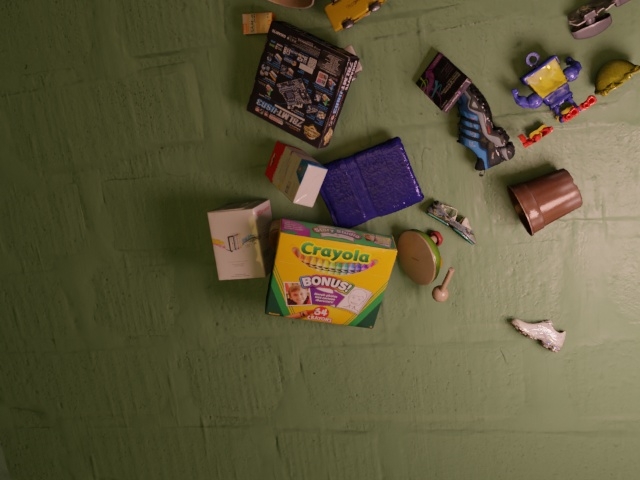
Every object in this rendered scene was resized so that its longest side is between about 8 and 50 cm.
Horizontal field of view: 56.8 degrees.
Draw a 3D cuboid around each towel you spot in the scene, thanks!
[{"bbox_3d":[0.150,-0.179,1.886,0.308,0.076,0.227,-20,105,17],"label":"towel"}]

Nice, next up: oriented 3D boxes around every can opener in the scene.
[{"bbox_3d":[0.818,-0.653,1.614,0.283,0.076,0.095,-26,129,18],"label":"can opener"}]

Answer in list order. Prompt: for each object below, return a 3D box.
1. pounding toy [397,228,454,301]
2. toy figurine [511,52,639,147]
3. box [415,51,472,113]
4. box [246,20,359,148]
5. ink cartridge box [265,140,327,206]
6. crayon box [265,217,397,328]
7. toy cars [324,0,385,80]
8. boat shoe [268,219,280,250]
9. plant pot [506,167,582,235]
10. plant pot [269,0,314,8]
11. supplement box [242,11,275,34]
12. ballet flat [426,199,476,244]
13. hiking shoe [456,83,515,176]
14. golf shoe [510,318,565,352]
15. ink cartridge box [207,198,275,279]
[{"bbox_3d":[0.357,0.057,1.864,0.237,0.110,0.183,52,148,33],"label":"pounding toy"},{"bbox_3d":[0.664,-0.449,1.636,0.363,0.191,0.217,-36,89,18],"label":"toy figurine"},{"bbox_3d":[0.357,-0.461,1.724,0.116,0.029,0.162,-53,46,25],"label":"box"},{"bbox_3d":[-0.062,-0.474,1.804,0.296,0.073,0.293,31,120,20],"label":"box"},{"bbox_3d":[-0.084,-0.217,1.887,0.078,0.231,0.134,10,112,-35],"label":"ink cartridge box"},{"bbox_3d":[0.026,0.110,1.878,0.363,0.106,0.313,8,122,-7],"label":"crayon box"},{"bbox_3d":[0.081,-0.608,1.786,0.176,0.087,0.393,28,113,18],"label":"toy cars"},{"bbox_3d":[0.000,0.000,1.937,0.341,0.110,0.121,16,121,-12],"label":"boat shoe"},{"bbox_3d":[0.660,-0.122,1.735,0.165,0.167,0.167,-25,97,10],"label":"plant pot"},{"bbox_3d":[-0.095,-0.857,1.697,0.257,0.256,0.274,20,92,8],"label":"plant pot"},{"bbox_3d":[-0.192,-0.679,1.856,0.098,0.036,0.062,1,103,14],"label":"supplement box"},{"bbox_3d":[0.422,-0.061,1.852,0.188,0.070,0.070,35,109,0],"label":"ballet flat"},{"bbox_3d":[0.444,-0.345,1.749,0.132,0.113,0.304,-32,88,30],"label":"hiking shoe"},{"bbox_3d":[0.693,0.281,1.881,0.176,0.069,0.086,29,89,2],"label":"golf shoe"},{"bbox_3d":[-0.253,-0.006,1.969,0.168,0.171,0.232,-5,102,15],"label":"ink cartridge box"}]
